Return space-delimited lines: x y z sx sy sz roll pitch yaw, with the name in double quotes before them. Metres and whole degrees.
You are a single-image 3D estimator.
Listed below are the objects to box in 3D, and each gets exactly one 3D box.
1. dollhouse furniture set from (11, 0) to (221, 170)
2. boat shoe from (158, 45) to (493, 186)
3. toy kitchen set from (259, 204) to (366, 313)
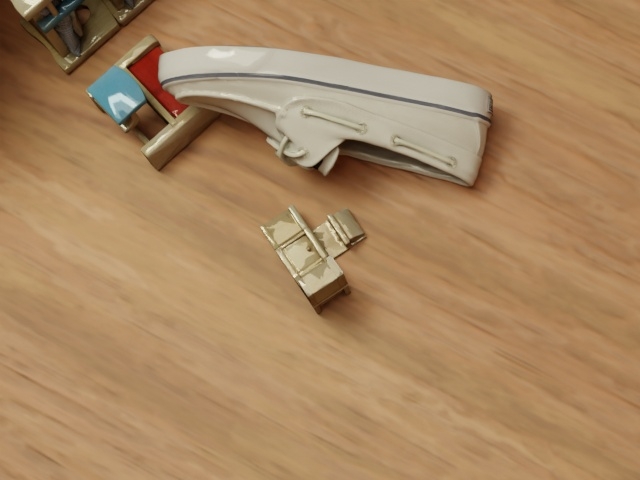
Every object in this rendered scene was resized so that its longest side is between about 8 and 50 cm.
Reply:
"dollhouse furniture set" -0.157 -0.181 1.563 0.129 0.129 0.183 -42 72 -4
"boat shoe" 0.001 -0.094 1.522 0.268 0.096 0.088 9 83 -11
"toy kitchen set" 0.000 0.000 1.516 0.068 0.075 0.083 -34 77 -2
